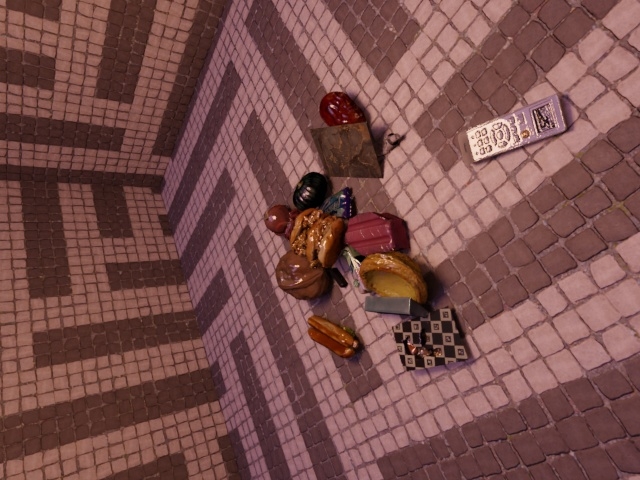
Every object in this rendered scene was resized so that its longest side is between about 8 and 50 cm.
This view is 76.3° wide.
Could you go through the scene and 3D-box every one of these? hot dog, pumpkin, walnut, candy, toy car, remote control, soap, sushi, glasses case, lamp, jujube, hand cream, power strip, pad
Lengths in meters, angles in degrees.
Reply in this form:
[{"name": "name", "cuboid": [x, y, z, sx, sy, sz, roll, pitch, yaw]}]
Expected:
[{"name": "hot dog", "cuboid": [0.059, 0.444, 1.891, 0.337, 0.100, 0.135, 14, 111, 51]}, {"name": "pumpkin", "cuboid": [-0.053, -0.233, 1.935, 0.202, 0.140, 0.202, -50, 23, 30]}, {"name": "walnut", "cuboid": [-0.087, 0.163, 1.957, 0.273, 0.227, 0.273, -1, 89, 46]}, {"name": "candy", "cuboid": [0.055, -0.142, 1.895, 0.275, 0.070, 0.145, -24, 66, 54]}, {"name": "toy car", "cuboid": [0.173, 0.115, 1.733, 0.076, 0.090, 0.224, -36, 68, 45]}, {"name": "remote control", "cuboid": [0.577, -0.329, 1.250, 0.313, 0.055, 0.109, -16, 86, 46]}, {"name": "soap", "cuboid": [0.211, -0.026, 1.666, 0.289, 0.112, 0.182, -14, 80, 51]}, {"name": "sushi", "cuboid": [0.401, 0.372, 1.502, 0.280, 0.043, 0.192, -33, 63, 41]}, {"name": "glasses case", "cuboid": [0.279, 0.265, 1.571, 0.266, 0.105, 0.056, -12, 44, 59]}, {"name": "lamp", "cuboid": [-0.198, -0.116, 2.163, 0.223, 0.151, 0.215, 25, 126, 1]}, {"name": "jujube", "cuboid": [0.095, -0.542, 1.757, 0.230, 0.155, 0.155, 54, 130, 29]}, {"name": "hand cream", "cuboid": [0.236, -0.381, 1.672, 0.257, 0.050, 0.084, -21, 73, 56]}, {"name": "power strip", "cuboid": [0.085, 0.172, 1.893, 0.111, 0.038, 0.029, 54, 129, 33]}, {"name": "pad", "cuboid": [0.104, -0.382, 1.765, 0.368, 0.007, 0.247, 13, 133, 50]}]

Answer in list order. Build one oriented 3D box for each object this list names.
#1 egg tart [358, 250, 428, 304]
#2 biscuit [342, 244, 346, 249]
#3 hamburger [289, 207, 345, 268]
[{"name": "egg tart", "cuboid": [0.283, 0.131, 1.523, 0.294, 0.294, 0.123, -4, 47, 51]}, {"name": "biscuit", "cuboid": [0.073, -0.003, 1.915, 0.147, 0.018, 0.071, 26, 109, 49]}, {"name": "hamburger", "cuboid": [-0.006, 0.000, 1.796, 0.211, 0.245, 0.260, 20, 73, 22]}]
